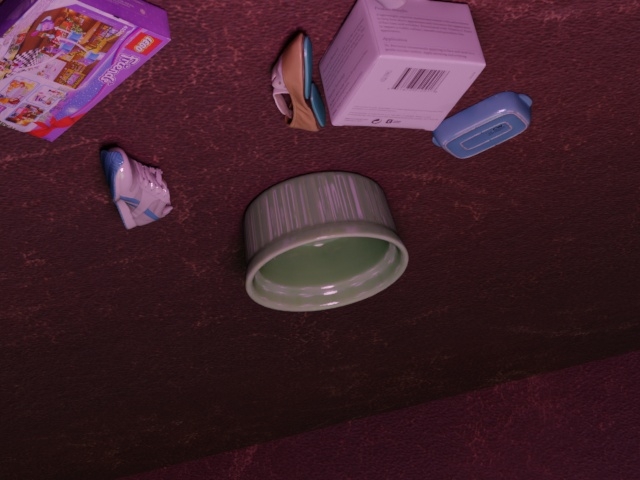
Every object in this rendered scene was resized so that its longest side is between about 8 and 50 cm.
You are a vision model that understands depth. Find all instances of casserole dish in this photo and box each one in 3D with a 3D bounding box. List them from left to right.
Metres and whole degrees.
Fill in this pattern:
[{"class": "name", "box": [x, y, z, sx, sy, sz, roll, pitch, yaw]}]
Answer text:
[{"class": "casserole dish", "box": [0.283, -0.195, 2.118, 0.188, 0.037, 0.114, -26, 151, 24]}]

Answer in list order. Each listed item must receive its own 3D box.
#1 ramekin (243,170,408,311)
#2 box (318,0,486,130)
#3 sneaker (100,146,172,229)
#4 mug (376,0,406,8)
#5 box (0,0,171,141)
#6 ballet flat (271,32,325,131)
[{"class": "ramekin", "box": [0.000, 0.000, 2.253, 0.303, 0.148, 0.303, -9, 153, -5]}, {"class": "box", "box": [0.118, -0.263, 1.825, 0.181, 0.119, 0.182, 1, 151, -24]}, {"class": "sneaker", "box": [-0.305, -0.097, 2.026, 0.092, 0.087, 0.228, -18, 160, -4]}, {"class": "mug", "box": [0.104, -0.357, 1.707, 0.078, 0.062, 0.064, -13, 162, 16]}, {"class": "box", "box": [-0.378, -0.256, 1.705, 0.293, 0.057, 0.201, -32, 146, 34]}, {"class": "ballet flat", "box": [-0.041, -0.234, 1.869, 0.073, 0.080, 0.232, 1, 153, 8]}]
